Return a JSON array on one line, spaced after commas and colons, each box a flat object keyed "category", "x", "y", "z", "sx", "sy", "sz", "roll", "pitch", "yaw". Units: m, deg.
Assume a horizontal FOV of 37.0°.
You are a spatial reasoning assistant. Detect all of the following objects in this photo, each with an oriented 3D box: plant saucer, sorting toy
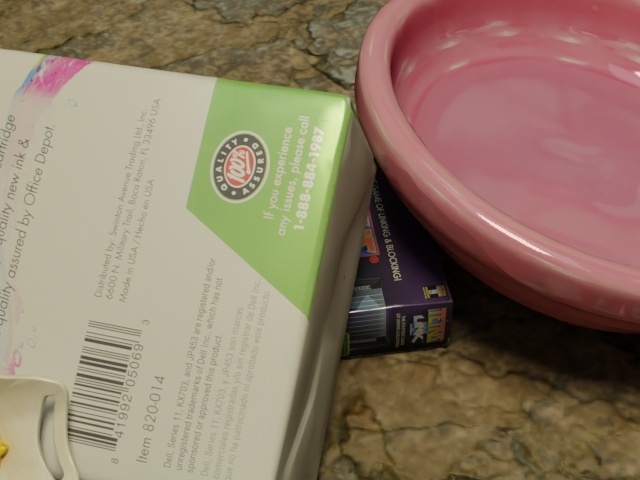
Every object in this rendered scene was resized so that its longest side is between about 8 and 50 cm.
[{"category": "plant saucer", "x": 0.180, "y": -0.060, "z": 0.625, "sx": 0.332, "sy": 0.084, "sz": 0.332, "roll": 8, "pitch": 44, "yaw": -7}, {"category": "sorting toy", "x": -0.146, "y": 0.093, "z": 0.421, "sx": 0.075, "sy": 0.045, "sz": 0.083, "roll": -10, "pitch": 76, "yaw": 0}]

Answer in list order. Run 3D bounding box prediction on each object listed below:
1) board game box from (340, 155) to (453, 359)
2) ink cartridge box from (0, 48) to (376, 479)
[{"category": "board game box", "x": 0.000, "y": 0.000, "z": 0.632, "sx": 0.141, "sy": 0.048, "sz": 0.170, "roll": -8, "pitch": 45, "yaw": -3}, {"category": "ink cartridge box", "x": -0.164, "y": 0.012, "z": 0.520, "sx": 0.353, "sy": 0.119, "sz": 0.207, "roll": 10, "pitch": 81, "yaw": 12}]
